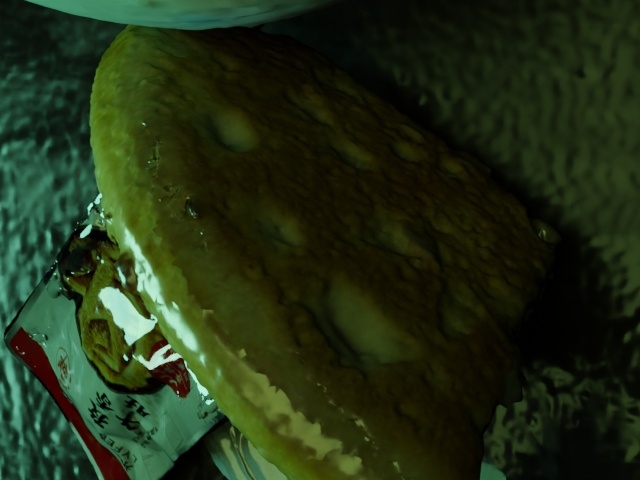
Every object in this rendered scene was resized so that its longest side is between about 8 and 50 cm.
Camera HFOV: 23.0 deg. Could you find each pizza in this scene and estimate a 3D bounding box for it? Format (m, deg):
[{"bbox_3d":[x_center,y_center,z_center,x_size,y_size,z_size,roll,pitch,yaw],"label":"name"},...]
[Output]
[{"bbox_3d":[0.000,0.000,0.853,0.114,0.278,0.409,-52,49,30],"label":"pizza"}]

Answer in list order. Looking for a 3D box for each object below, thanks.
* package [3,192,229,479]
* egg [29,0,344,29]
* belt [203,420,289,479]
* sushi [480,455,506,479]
[{"bbox_3d":[-0.121,0.073,0.966,0.154,0.030,0.239,57,145,11],"label":"package"},{"bbox_3d":[-0.021,-0.276,0.800,0.340,0.354,0.354,8,96,8],"label":"egg"},{"bbox_3d":[-0.020,0.162,0.971,0.071,0.053,0.232,-36,78,28],"label":"belt"},{"bbox_3d":[0.112,0.297,0.889,0.294,0.059,0.292,41,114,7],"label":"sushi"}]
